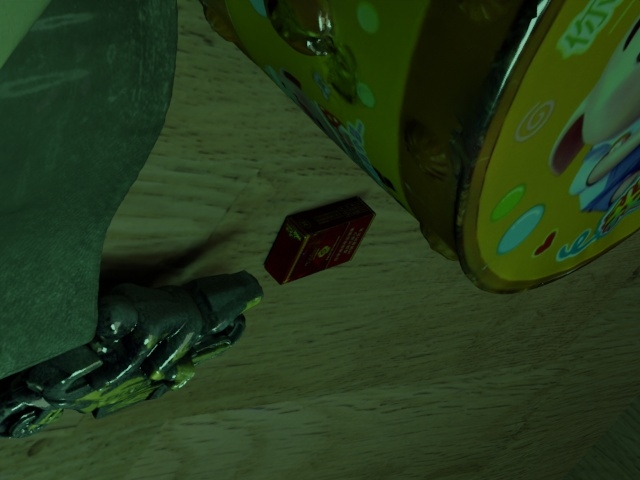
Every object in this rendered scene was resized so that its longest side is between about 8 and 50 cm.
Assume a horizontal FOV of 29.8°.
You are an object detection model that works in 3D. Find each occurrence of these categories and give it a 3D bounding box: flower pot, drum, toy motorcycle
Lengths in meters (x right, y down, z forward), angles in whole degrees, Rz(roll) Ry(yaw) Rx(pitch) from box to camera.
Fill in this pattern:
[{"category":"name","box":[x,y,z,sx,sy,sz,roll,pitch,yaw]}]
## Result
[{"category":"flower pot","box":[-0.146,-0.039,0.526,0.108,0.103,0.229,-19,144,-44]},{"category":"drum","box":[0.150,-0.195,0.607,0.431,0.214,0.431,-36,154,-20]},{"category":"toy motorcycle","box":[-0.124,0.068,0.778,0.193,0.061,0.124,-20,154,-27]}]

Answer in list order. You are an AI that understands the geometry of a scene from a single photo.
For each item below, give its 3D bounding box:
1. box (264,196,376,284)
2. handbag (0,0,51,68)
[{"category":"box","box":[0.000,0.000,0.907,0.082,0.023,0.051,-18,144,-44]},{"category":"handbag","box":[-0.114,-0.187,0.277,0.315,0.109,0.241,97,14,-56]}]
